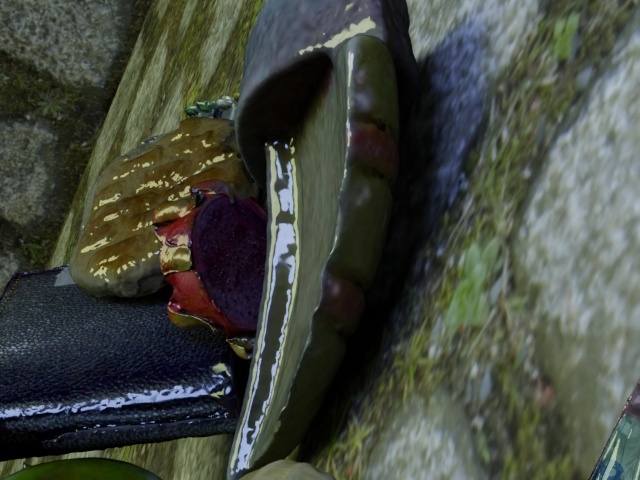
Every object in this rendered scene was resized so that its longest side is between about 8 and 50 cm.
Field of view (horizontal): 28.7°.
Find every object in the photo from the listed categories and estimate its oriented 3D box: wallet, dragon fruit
[{"bbox_3d":[-0.164,0.084,1.003,0.262,0.220,0.071,-95,-5,-63],"label":"wallet"},{"bbox_3d":[-0.076,0.022,0.926,0.068,0.126,0.112,-24,9,38],"label":"dragon fruit"}]

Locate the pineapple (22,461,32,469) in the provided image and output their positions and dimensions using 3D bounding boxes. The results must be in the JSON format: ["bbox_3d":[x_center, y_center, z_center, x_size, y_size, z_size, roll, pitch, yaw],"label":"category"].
[{"bbox_3d":[-0.324,0.348,1.387,0.340,0.169,0.169,-137,67,-82],"label":"pineapple"}]

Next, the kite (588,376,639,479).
[{"bbox_3d":[0.117,0.087,0.421,0.139,0.011,0.157,134,151,-61],"label":"kite"}]

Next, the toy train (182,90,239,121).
[{"bbox_3d":[-0.078,-0.099,1.181,0.202,0.081,0.060,2,74,67],"label":"toy train"}]

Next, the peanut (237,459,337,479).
[{"bbox_3d":[-0.042,0.205,0.682,0.194,0.083,0.093,-66,30,14],"label":"peanut"}]

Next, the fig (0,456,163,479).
[{"bbox_3d":[-0.179,0.303,0.911,0.206,0.206,0.275,-101,11,-61],"label":"fig"}]

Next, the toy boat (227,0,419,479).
[{"bbox_3d":[0.004,-0.033,0.789,0.276,0.111,0.294,113,158,-52],"label":"toy boat"}]

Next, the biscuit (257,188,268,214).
[{"bbox_3d":[-0.017,-0.072,1.014,0.064,0.034,0.199,-134,64,-72],"label":"biscuit"}]

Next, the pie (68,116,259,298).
[{"bbox_3d":[-0.127,-0.030,1.037,0.195,0.046,0.195,-23,36,19],"label":"pie"}]
